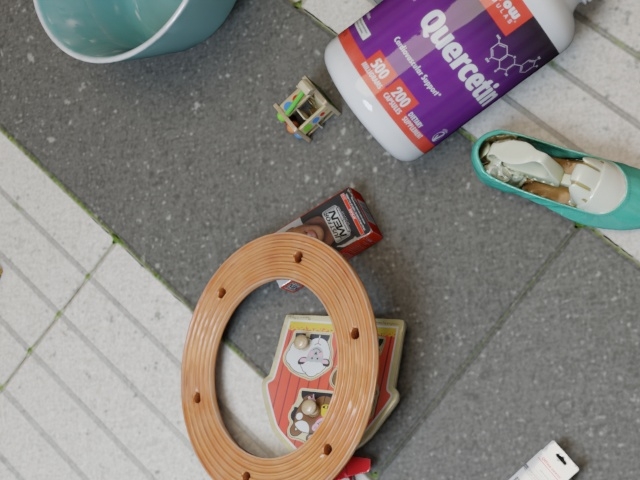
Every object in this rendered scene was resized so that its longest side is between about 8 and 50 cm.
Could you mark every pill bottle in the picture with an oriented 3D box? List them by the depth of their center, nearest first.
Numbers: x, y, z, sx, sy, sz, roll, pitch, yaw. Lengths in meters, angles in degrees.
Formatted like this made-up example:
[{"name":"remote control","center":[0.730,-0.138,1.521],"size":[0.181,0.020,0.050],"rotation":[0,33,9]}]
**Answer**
[{"name":"pill bottle","center":[0.175,-0.253,1.643],"size":[0.323,0.181,0.181],"rotation":[-37,67,12]}]

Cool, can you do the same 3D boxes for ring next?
[{"name":"ring","center":[-0.051,0.157,1.673],"size":[0.336,0.032,0.336],"rotation":[-13,72,42]}]

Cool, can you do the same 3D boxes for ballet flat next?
[{"name":"ballet flat","center":[0.285,-0.072,1.606],"size":[0.247,0.087,0.083],"rotation":[18,85,25]}]

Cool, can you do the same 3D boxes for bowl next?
[{"name":"bowl","center":[-0.222,-0.375,1.833],"size":[0.311,0.163,0.311],"rotation":[-5,81,34]}]

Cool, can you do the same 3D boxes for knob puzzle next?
[{"name":"knob puzzle","center":[0.006,0.182,1.668],"size":[0.213,0.030,0.213],"rotation":[-12,62,24]}]

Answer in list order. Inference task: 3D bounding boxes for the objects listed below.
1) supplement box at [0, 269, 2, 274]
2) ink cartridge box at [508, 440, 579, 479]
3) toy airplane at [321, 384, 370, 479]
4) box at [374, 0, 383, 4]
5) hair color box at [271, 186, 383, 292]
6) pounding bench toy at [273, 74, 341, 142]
[{"name":"supplement box","center":[-0.573,0.033,1.953],"size":[0.233,0.078,0.080],"rotation":[21,84,25]},{"name":"ink cartridge box","center":[0.255,0.275,1.570],"size":[0.083,0.028,0.048],"rotation":[-44,65,8]},{"name":"toy airplane","center":[0.019,0.238,1.680],"size":[0.151,0.028,0.151],"rotation":[-6,76,24]},{"name":"box","center":[0.114,-0.383,1.761],"size":[0.126,0.072,0.137],"rotation":[-20,71,18]},{"name":"hair color box","center":[0.000,0.000,1.735],"size":[0.141,0.043,0.072],"rotation":[-32,68,14]},{"name":"pounding bench toy","center":[-0.026,-0.172,1.764],"size":[0.065,0.083,0.052],"rotation":[-42,66,8]}]
